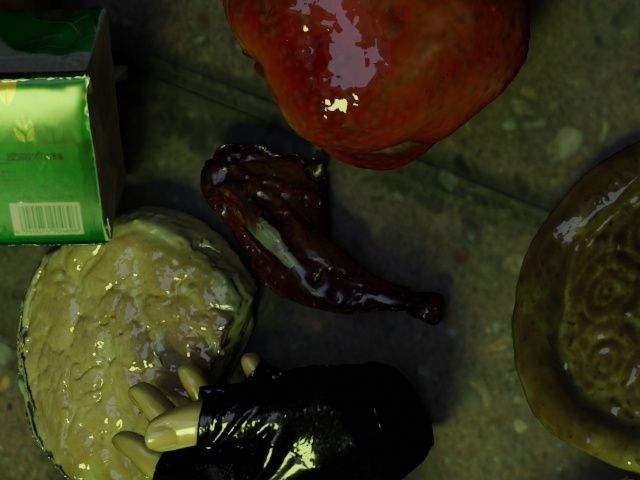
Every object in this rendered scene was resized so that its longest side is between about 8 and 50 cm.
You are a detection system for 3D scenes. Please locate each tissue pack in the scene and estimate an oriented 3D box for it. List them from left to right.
[{"bbox_3d":[-0.252,-0.094,1.452,0.209,0.156,0.148,-1,126,5],"label":"tissue pack"}]

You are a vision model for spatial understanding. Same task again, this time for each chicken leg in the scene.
[{"bbox_3d":[-0.006,0.004,1.425,0.093,0.053,0.205,-41,79,1],"label":"chicken leg"}]

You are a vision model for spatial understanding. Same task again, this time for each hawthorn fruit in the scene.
[{"bbox_3d":[0.064,-0.165,1.331,0.243,0.207,0.207,-34,77,-1],"label":"hawthorn fruit"}]

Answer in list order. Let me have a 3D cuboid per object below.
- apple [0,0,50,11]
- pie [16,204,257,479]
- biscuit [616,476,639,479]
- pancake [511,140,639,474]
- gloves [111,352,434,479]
[{"bbox_3d":[-0.246,-0.205,1.493,0.102,0.099,0.114,24,69,15],"label":"apple"},{"bbox_3d":[-0.147,0.077,1.475,0.185,0.052,0.218,29,102,18],"label":"pie"},{"bbox_3d":[0.149,0.242,1.326,0.239,0.108,0.062,-39,66,17],"label":"biscuit"},{"bbox_3d":[0.239,0.043,1.299,0.250,0.031,0.250,-8,65,18],"label":"pancake"},{"bbox_3d":[-0.044,0.133,1.375,0.203,0.164,0.124,-15,76,20],"label":"gloves"}]
